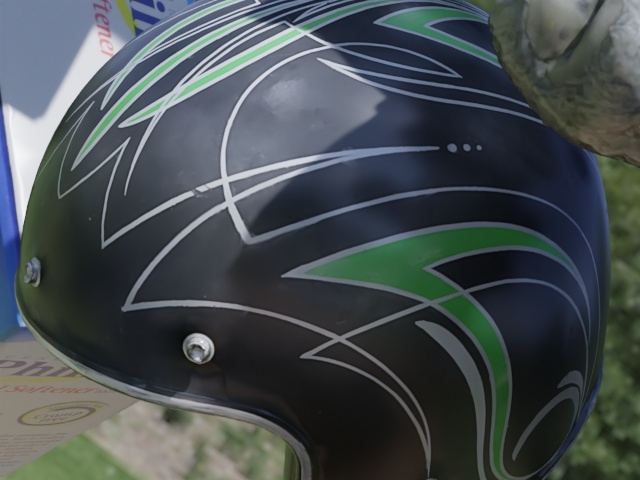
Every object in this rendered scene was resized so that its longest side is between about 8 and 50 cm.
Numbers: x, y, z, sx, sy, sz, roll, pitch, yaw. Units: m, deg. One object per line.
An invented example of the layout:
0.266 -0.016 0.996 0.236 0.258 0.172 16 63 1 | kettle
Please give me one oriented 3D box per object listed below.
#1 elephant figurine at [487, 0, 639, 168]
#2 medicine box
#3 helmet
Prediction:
0.174 0.022 0.455 0.239 0.186 0.169 10 22 24 | elephant figurine
-0.192 -0.027 1.105 0.149 0.263 0.289 3 -23 -38 | medicine box
0.000 0.000 0.578 0.169 0.169 0.161 31 -23 48 | helmet
